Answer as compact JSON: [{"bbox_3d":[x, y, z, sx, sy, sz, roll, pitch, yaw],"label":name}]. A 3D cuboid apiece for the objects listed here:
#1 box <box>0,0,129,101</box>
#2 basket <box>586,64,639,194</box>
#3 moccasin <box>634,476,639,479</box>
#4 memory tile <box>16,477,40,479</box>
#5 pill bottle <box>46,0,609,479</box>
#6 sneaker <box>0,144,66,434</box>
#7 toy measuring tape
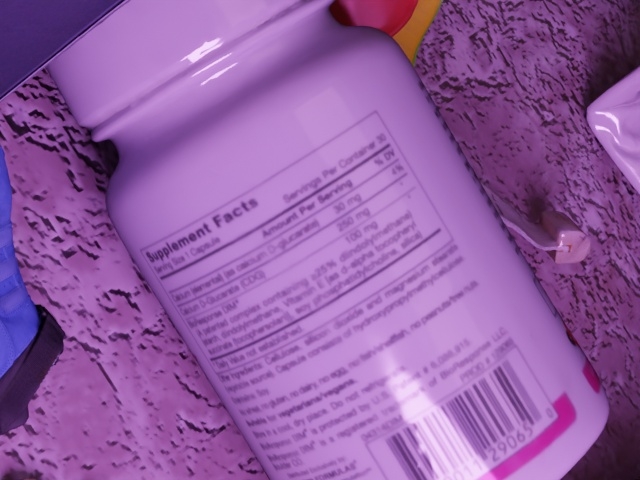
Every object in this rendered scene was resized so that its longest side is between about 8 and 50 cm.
[{"bbox_3d":[-0.251,-0.240,0.687,0.343,0.179,0.312,4,67,-41],"label":"box"},{"bbox_3d":[0.272,-0.062,1.125,0.167,0.113,0.103,51,42,0],"label":"basket"},{"bbox_3d":[0.190,0.191,0.927,0.380,0.147,0.139,-13,81,-45],"label":"moccasin"},{"bbox_3d":[-0.112,0.160,0.763,0.148,0.012,0.113,18,61,-36],"label":"memory tile"},{"bbox_3d":[0.000,0.000,0.830,0.160,0.160,0.283,-36,98,-45],"label":"pill bottle"},{"bbox_3d":[-0.149,0.018,0.764,0.084,0.058,0.152,54,21,-41],"label":"sneaker"},{"bbox_3d":[0.055,-0.114,0.955,0.330,0.121,0.121,35,52,-25],"label":"toy measuring tape"}]
